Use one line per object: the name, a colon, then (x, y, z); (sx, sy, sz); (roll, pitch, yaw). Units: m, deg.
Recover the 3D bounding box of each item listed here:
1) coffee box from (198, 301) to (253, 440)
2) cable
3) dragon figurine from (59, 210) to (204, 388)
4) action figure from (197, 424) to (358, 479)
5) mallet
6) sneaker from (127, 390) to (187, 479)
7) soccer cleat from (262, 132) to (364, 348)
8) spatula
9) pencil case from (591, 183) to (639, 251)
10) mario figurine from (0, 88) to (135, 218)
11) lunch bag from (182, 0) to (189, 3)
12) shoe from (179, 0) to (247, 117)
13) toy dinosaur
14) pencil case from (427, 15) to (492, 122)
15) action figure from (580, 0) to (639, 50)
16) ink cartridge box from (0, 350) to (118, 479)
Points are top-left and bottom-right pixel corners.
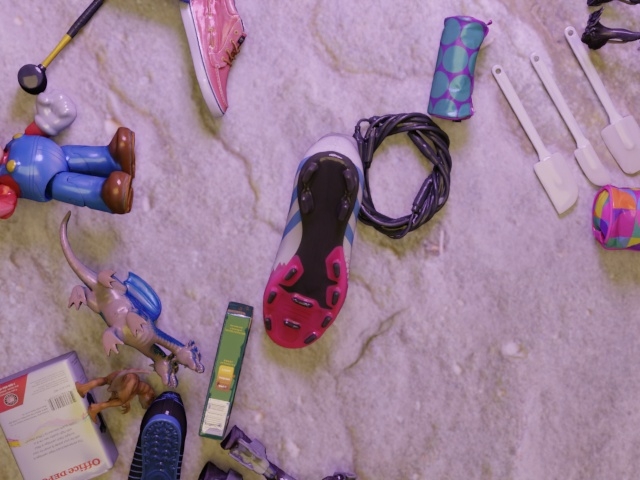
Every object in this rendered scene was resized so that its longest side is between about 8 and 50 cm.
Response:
coffee box: (-0.135, 0.186, 1.520); (0.040, 0.113, 0.184); (13, 93, -3)
cable: (0.119, -0.094, 1.547); (0.151, 0.047, 0.184); (-2, 92, -8)
dragon figurine: (-0.286, 0.096, 1.518); (0.085, 0.144, 0.289); (-42, 76, 3)
action figure: (-0.040, 0.395, 1.552); (0.285, 0.099, 0.185); (33, 87, -8)
mallet: (-0.362, -0.285, 1.494); (0.039, 0.062, 0.189); (39, 92, -6)
sneaker: (-0.238, 0.331, 1.550); (0.081, 0.090, 0.232); (15, 115, -5)
soccer cleat: (0.000, 0.000, 1.518); (0.116, 0.143, 0.331); (16, 117, 1)
spatula: (0.371, -0.184, 1.563); (0.168, 0.019, 0.242); (-29, 94, 4)
pencil case: (0.519, -0.022, 1.543); (0.236, 0.104, 0.104); (7, 94, -2)
mario figurine: (-0.419, -0.112, 1.446); (0.321, 0.198, 0.170); (1, 107, -7)
lunch bag: (-0.216, -0.422, 1.473); (0.129, 0.096, 0.151); (21, 84, -5)
shoe: (-0.141, -0.270, 1.505); (0.081, 0.063, 0.178); (-15, 91, 4)
toy dinosaur: (-0.283, 0.201, 1.476); (0.112, 0.211, 0.064); (-25, 75, -6)
pencil case: (0.200, -0.248, 1.523); (0.070, 0.064, 0.151); (10, 95, 12)
action figure: (0.517, -0.287, 1.500); (0.276, 0.141, 0.164); (20, 82, -3)
ink cartridge box: (-0.388, 0.268, 1.534); (0.127, 0.072, 0.175); (-21, 96, -1)
